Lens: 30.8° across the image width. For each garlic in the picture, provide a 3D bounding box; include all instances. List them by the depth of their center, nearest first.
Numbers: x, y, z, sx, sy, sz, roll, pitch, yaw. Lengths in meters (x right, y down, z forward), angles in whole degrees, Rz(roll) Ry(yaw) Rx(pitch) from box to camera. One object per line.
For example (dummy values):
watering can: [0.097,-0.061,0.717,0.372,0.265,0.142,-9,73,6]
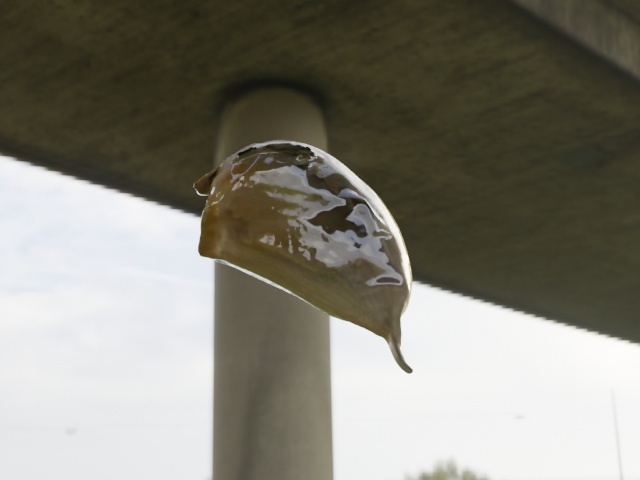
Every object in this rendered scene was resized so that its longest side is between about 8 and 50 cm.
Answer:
garlic: [0.001,-0.001,0.632,0.152,0.084,0.066,28,-3,5]
